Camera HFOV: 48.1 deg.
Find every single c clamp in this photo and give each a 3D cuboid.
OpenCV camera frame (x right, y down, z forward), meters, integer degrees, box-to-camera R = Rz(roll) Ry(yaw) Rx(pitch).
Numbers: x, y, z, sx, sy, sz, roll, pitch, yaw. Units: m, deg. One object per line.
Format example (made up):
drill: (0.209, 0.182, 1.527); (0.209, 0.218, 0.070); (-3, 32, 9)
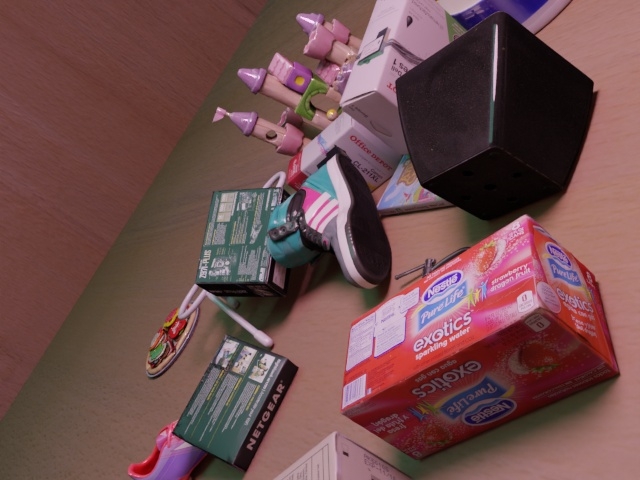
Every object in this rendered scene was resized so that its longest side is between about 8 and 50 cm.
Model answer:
c clamp: (0.154, 0.070, 0.927); (0.137, 0.022, 0.160); (-35, 27, 28)

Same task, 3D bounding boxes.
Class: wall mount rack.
wall mount rack: (-0.117, 0.044, 1.361); (0.350, 0.130, 0.304); (-55, 19, -3)

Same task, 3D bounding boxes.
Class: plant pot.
plant pot: (0.218, -0.136, 0.907); (0.188, 0.187, 0.167); (-27, 48, 47)

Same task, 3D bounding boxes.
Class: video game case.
video game case: (0.191, -0.138, 1.142); (0.193, 0.023, 0.212); (-6, 52, 61)

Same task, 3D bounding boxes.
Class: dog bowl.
dog bowl: (0.329, -0.452, 1.214); (0.265, 0.104, 0.265); (-42, 25, 25)

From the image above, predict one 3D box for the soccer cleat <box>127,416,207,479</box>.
soccer cleat: (-0.213, 0.317, 1.184); (0.248, 0.095, 0.083); (-52, 23, 4)

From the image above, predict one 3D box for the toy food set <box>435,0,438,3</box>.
toy food set: (0.236, -0.572, 1.605); (0.218, 0.071, 0.128); (-46, 24, 17)

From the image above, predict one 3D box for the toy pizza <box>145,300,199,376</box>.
toy pizza: (-0.352, 0.223, 1.666); (0.201, 0.032, 0.201); (-42, 26, 26)

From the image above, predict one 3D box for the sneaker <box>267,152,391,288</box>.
sneaker: (0.000, 0.000, 1.150); (0.178, 0.124, 0.295); (-38, 33, 21)

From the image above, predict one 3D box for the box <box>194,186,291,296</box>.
box: (-0.127, 0.005, 1.269); (0.147, 0.077, 0.180); (-2, 68, 25)

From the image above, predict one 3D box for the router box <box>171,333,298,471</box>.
router box: (-0.133, 0.249, 1.120); (0.133, 0.046, 0.179); (15, 67, 35)

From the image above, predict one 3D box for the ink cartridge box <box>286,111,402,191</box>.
ink cartridge box: (0.043, -0.138, 1.290); (0.175, 0.127, 0.072); (-38, 28, 33)

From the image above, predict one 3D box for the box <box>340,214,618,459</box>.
box: (0.152, 0.108, 0.739); (0.257, 0.123, 0.128); (-37, 28, 34)

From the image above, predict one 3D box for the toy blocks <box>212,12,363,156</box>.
toy blocks: (-0.041, -0.290, 1.415); (0.288, 0.260, 0.309); (-58, 17, 26)

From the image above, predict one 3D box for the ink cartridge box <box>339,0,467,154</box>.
ink cartridge box: (0.143, -0.273, 1.157); (0.092, 0.160, 0.219); (-10, 55, 52)

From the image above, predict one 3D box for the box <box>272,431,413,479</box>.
box: (-0.043, 0.360, 0.760); (0.311, 0.121, 0.148); (-43, 25, 24)
